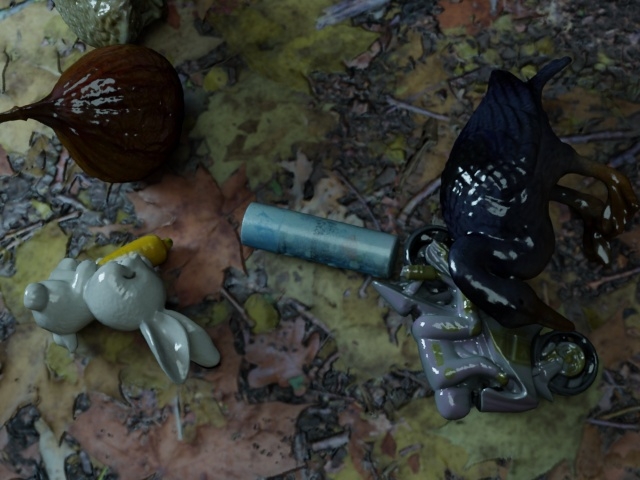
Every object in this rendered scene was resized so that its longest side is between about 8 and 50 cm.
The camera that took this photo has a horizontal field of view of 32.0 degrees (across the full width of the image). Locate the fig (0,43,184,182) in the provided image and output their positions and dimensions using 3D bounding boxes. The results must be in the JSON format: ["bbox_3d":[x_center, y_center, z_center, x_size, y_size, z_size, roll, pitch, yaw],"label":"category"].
[{"bbox_3d":[-0.243,-0.138,1.135,0.133,0.201,0.146,-12,76,49],"label":"fig"}]

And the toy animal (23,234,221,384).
[{"bbox_3d":[-0.191,0.067,1.135,0.181,0.131,0.127,2,105,16],"label":"toy animal"}]

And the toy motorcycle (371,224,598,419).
[{"bbox_3d":[0.146,0.096,1.071,0.225,0.073,0.152,40,74,9],"label":"toy motorcycle"}]

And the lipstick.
[{"bbox_3d":[0.000,0.000,1.137,0.157,0.048,0.048,13,75,12],"label":"lipstick"}]

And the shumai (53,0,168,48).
[{"bbox_3d":[-0.225,-0.278,1.226,0.116,0.145,0.145,-39,70,-25],"label":"shumai"}]

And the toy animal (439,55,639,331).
[{"bbox_3d":[0.199,-0.050,1.064,0.185,0.122,0.298,4,64,-11],"label":"toy animal"}]
